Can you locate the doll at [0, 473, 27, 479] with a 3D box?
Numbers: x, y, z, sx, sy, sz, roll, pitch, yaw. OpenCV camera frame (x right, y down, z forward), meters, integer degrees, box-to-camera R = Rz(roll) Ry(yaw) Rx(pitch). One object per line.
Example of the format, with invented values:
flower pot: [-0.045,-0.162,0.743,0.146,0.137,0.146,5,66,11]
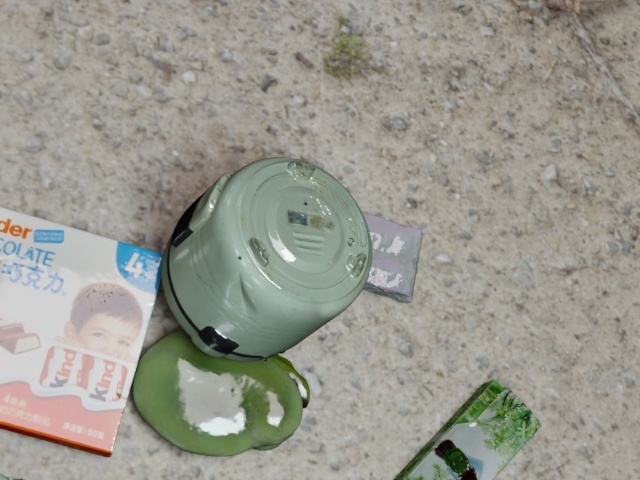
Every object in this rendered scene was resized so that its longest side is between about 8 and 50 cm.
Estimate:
doll: [-0.414,0.318,1.603,0.214,0.071,0.103,14,73,-20]

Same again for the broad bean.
broad bean: [-0.124,0.192,1.728,0.228,0.100,0.169,1,68,-18]

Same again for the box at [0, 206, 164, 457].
box: [-0.352,0.106,1.678,0.273,0.048,0.265,15,71,-7]

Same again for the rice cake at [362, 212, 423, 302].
rice cake: [-0.001,-0.002,1.844,0.298,0.050,0.106,16,71,-15]

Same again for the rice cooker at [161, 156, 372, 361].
rice cooker: [-0.072,0.024,1.664,0.226,0.244,0.226,12,62,-23]

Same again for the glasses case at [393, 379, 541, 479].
glasses case: [0.177,0.312,1.822,0.095,0.062,0.272,48,66,-3]
